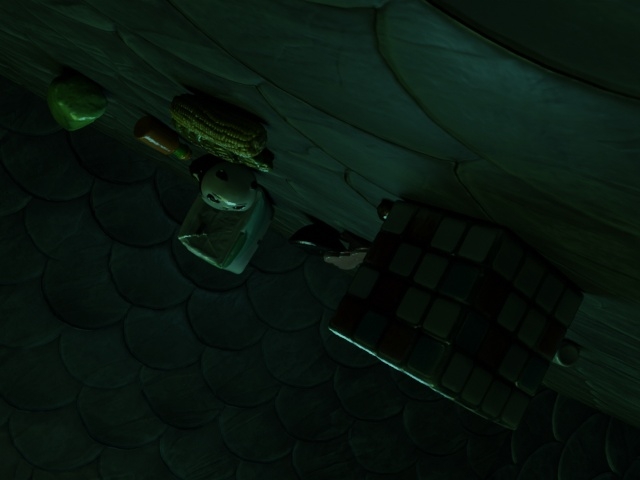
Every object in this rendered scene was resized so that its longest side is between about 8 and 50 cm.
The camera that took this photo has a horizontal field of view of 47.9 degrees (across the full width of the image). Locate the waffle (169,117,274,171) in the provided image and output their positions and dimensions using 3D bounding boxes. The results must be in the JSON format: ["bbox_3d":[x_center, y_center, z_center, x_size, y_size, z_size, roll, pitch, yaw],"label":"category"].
[{"bbox_3d":[-0.197,-0.197,1.468,0.214,0.054,0.208,25,176,-43],"label":"waffle"}]

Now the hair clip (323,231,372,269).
[{"bbox_3d":[0.097,0.044,2.028,0.138,0.102,0.123,25,177,35],"label":"hair clip"}]

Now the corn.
[{"bbox_3d":[-0.178,-0.202,1.240,0.203,0.072,0.072,28,175,27],"label":"corn"}]

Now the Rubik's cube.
[{"bbox_3d":[0.216,0.115,1.163,0.259,0.253,0.256,31,174,-38],"label":"Rubik's cube"}]

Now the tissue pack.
[{"bbox_3d":[-0.280,-0.052,2.229,0.194,0.266,0.356,29,176,5],"label":"tissue pack"}]

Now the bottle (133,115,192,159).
[{"bbox_3d":[-0.417,-0.267,1.942,0.069,0.069,0.187,26,176,36],"label":"bottle"}]

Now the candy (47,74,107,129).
[{"bbox_3d":[-0.670,-0.380,1.970,0.343,0.132,0.142,14,122,66],"label":"candy"}]

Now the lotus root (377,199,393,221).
[{"bbox_3d":[0.120,-0.051,1.310,0.037,0.030,0.083,30,175,0],"label":"lotus root"}]

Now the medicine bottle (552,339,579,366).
[{"bbox_3d":[0.601,0.279,1.857,0.092,0.061,0.220,10,179,-9],"label":"medicine bottle"}]

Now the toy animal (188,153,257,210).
[{"bbox_3d":[-0.247,-0.142,1.849,0.166,0.138,0.179,13,-173,-25],"label":"toy animal"}]

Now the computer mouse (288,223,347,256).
[{"bbox_3d":[0.000,0.000,2.225,0.147,0.088,0.264,10,169,18],"label":"computer mouse"}]
